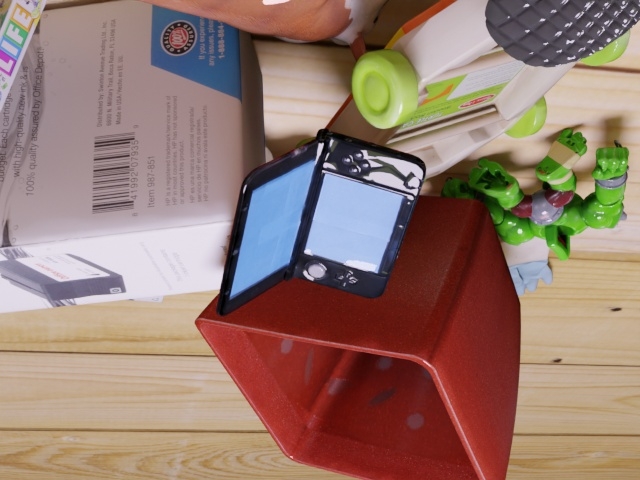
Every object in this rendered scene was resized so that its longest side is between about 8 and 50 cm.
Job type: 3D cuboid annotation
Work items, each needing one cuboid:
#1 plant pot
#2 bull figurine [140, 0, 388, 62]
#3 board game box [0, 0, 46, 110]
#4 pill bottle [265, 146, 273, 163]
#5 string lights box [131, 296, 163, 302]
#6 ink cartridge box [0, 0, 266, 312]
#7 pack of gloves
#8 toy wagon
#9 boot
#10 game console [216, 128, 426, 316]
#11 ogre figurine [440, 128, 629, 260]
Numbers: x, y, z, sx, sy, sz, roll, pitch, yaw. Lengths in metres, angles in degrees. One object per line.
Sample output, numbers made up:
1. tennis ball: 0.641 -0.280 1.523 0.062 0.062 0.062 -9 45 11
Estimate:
1. plant pot: 0.075 0.092 1.073 0.267 0.236 0.267 6 141 33
2. bull figurine: -0.061 -0.219 0.711 0.310 0.101 0.188 4 147 -19
3. board game box: -0.276 -0.148 0.754 0.154 0.103 0.026 6 161 36
4. pill bottle: -0.107 -0.040 1.012 0.208 0.118 0.118 -1 151 -4
5. string lights box: -0.292 0.001 1.109 0.259 0.077 0.133 6 150 -17
6. ink cartridge box: -0.205 -0.069 0.837 0.307 0.223 0.129 -6 154 5
7. pack of gloves: 0.193 0.030 1.277 0.195 0.046 0.232 -13 158 9
8. toy wagon: 0.099 -0.104 0.874 0.267 0.068 0.344 -20 164 -34
9. boot: 0.226 -0.221 0.664 0.083 0.161 0.246 46 128 0
10. game console: 0.000 0.000 0.751 0.124 0.085 0.144 16 131 0
11. ogre figurine: 0.238 -0.043 1.075 0.197 0.097 0.118 -26 134 16
